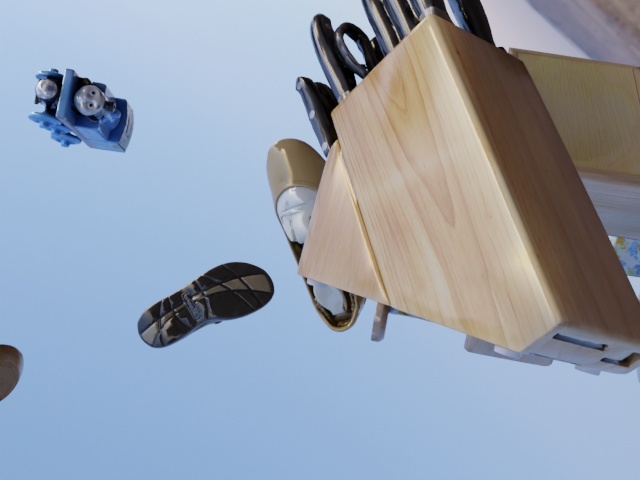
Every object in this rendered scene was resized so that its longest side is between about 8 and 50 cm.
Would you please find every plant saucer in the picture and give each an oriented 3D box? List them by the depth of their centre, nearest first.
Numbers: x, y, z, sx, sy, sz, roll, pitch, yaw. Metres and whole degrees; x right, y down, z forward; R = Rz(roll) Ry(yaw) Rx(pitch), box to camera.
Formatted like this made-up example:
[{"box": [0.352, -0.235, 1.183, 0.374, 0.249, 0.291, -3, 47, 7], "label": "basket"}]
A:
[{"box": [-0.334, 0.142, 0.938, 0.015, 0.083, 0.083, 41, -164, 31], "label": "plant saucer"}]

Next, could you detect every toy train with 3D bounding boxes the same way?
[{"box": [-0.306, -0.167, 1.205, 0.105, 0.080, 0.184, 7, 172, 1], "label": "toy train"}]

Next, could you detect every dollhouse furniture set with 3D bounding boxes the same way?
[{"box": [0.257, 0.018, 1.091, 0.362, 0.394, 0.256, 10, -142, 5], "label": "dollhouse furniture set"}]

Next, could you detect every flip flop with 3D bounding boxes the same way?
[{"box": [-0.221, 0.126, 1.804, 0.112, 0.277, 0.080, 64, -175, 7], "label": "flip flop"}]

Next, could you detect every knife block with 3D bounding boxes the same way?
[{"box": [0.085, -0.072, 0.547, 0.088, 0.242, 0.275, 14, -179, -37], "label": "knife block"}]

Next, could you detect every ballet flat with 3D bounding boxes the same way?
[{"box": [0.000, 0.000, 1.014, 0.073, 0.080, 0.232, -76, -33, -57], "label": "ballet flat"}]
